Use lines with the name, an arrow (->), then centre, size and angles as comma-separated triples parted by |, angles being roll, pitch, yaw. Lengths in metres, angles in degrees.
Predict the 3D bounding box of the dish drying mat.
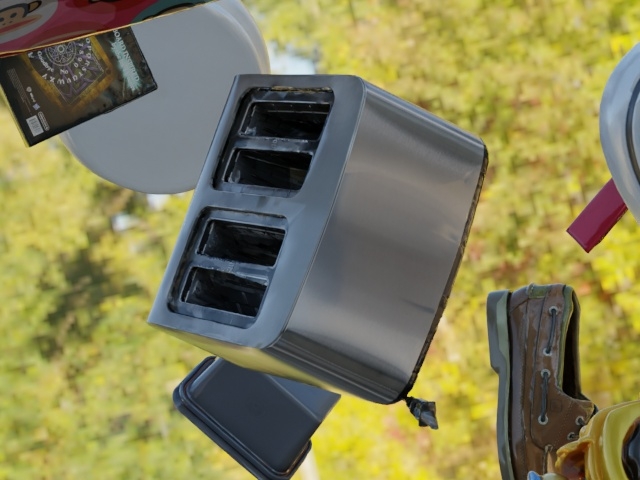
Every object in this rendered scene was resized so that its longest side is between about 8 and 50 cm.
dish drying mat -> 0.189, -0.030, 1.023 | 0.008, 0.083, 0.032 | 32, 13, -31

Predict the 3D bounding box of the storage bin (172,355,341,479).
storage bin -> -0.048, 0.141, 1.485 | 0.091, 0.135, 0.098 | -49, -2, 35

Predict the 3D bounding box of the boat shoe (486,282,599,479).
boat shoe -> 0.258, 0.199, 1.835 | 0.104, 0.307, 0.111 | -10, -7, 20

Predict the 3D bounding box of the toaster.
toaster -> 0.000, 0.000, 0.934 | 0.110, 0.168, 0.186 | 24, -9, -36

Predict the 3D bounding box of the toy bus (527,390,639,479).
toy bus -> 0.167, 0.217, 1.046 | 0.211, 0.220, 0.149 | -9, -29, 2

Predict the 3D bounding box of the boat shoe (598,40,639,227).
boat shoe -> 0.231, 0.033, 0.590 | 0.113, 0.306, 0.105 | -43, 4, 5

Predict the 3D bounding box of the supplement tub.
supplement tub -> -0.179, -0.186, 1.718 | 0.235, 0.235, 0.325 | -13, 19, -6

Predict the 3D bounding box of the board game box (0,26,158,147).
board game box -> -0.232, -0.189, 1.386 | 0.126, 0.186, 0.026 | -26, 11, -16

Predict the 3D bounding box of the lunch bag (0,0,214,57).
lunch bag -> -0.094, -0.203, 0.943 | 0.293, 0.120, 0.258 | -18, -14, -16
